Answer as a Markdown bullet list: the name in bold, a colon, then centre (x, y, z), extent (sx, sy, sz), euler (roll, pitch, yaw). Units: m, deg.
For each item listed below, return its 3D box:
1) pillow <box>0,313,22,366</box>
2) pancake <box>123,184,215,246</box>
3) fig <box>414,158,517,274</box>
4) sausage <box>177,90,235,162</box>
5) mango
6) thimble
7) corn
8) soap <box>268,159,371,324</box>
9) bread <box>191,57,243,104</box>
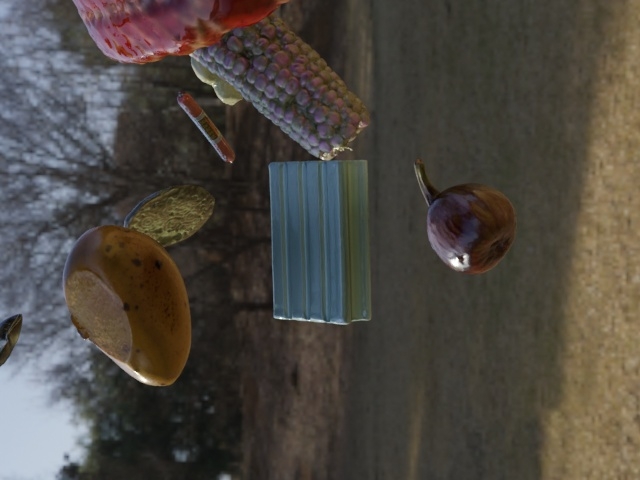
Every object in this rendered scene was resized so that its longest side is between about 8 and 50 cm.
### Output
- **pillow**: centre (-0.557, 0.183, 1.766), extent (0.136, 0.091, 0.055), euler (-111, -1, -68)
- **pancake**: centre (-0.337, -0.050, 2.287), extent (0.029, 0.212, 0.235), euler (57, -179, 25)
- **fig**: centre (0.256, -0.042, 1.880), extent (0.207, 0.175, 0.175), euler (35, 140, 32)
- **sausage**: centre (-0.243, -0.242, 2.193), extent (0.253, 0.034, 0.034), euler (52, -148, -51)
- **mango**: centre (-0.309, 0.106, 1.713), extent (0.191, 0.159, 0.290), euler (-34, -80, -58)
- **thimble**: centre (-0.119, -0.345, 1.005), extent (0.350, 0.350, 0.231), euler (-91, -23, -62)
- **corn**: centre (-0.073, -0.238, 1.330), extent (0.127, 0.335, 0.127), euler (-48, -9, -11)
- **soap**: centre (0.000, 0.000, 1.693), extent (0.087, 0.159, 0.266), euler (-6, -85, -50)
- **bread**: centre (-0.189, -0.389, 2.024), extent (0.182, 0.039, 0.251), euler (49, -143, -24)
